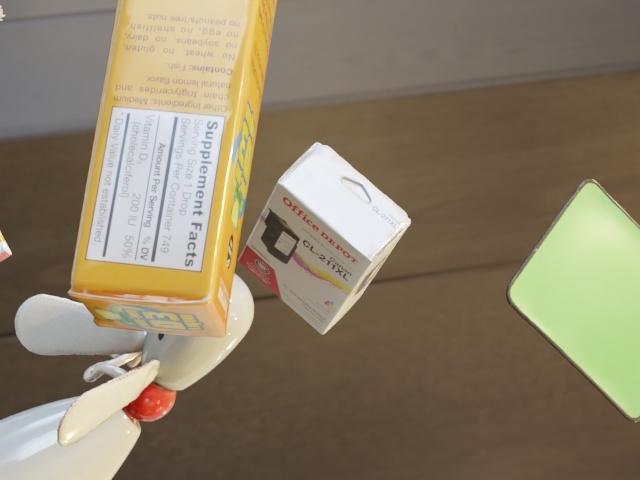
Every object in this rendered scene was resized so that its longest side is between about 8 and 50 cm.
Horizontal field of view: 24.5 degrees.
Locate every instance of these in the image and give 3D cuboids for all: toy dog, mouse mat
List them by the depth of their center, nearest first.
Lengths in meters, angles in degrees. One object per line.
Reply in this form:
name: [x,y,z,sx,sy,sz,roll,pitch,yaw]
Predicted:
toy dog: [-0.216,0.131,1.141,0.333,0.161,0.220,-58,-149,-8]
mouse mat: [0.271,0.056,1.372,0.190,0.152,0.007,43,-20,-13]

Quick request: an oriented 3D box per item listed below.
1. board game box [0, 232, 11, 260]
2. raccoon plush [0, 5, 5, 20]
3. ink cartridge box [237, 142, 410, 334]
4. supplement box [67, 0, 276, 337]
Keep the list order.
board game box: [-0.543,0.025,1.792,0.144,0.275,0.142,63,-27,-6]
raccoon plush: [-0.477,-0.348,1.407,0.216,0.299,0.446,-13,93,-63]
ink cartridge box: [0.000,0.000,1.523,0.127,0.072,0.175,41,-32,7]
supplement box: [-0.071,-0.070,0.772,0.078,0.080,0.233,77,22,-73]
